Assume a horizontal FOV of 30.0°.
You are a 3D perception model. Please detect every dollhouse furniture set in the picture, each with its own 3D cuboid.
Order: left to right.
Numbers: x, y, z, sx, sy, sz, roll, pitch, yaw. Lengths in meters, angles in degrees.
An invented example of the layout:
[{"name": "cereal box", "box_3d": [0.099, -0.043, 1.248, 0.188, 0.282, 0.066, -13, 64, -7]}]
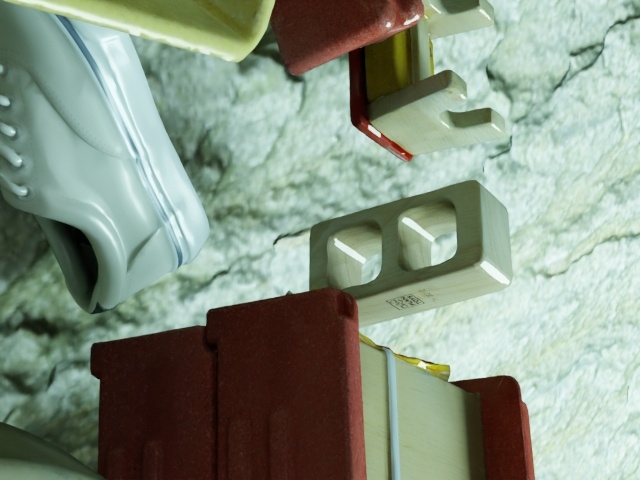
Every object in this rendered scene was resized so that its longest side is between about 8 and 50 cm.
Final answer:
[{"name": "dollhouse furniture set", "box_3d": [0.000, 0.000, 0.667, 0.201, 0.152, 0.374, 31, 51, -50]}]

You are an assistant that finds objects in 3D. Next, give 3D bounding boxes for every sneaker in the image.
[{"name": "sneaker", "box_3d": [-0.140, -0.062, 0.611, 0.091, 0.094, 0.258, -46, 131, -24]}]

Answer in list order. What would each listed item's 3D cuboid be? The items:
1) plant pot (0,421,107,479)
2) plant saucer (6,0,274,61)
[{"name": "plant pot", "box_3d": [-0.239, 0.183, 0.493, 0.323, 0.280, 0.323, -16, 116, -35]}, {"name": "plant saucer", "box_3d": [-0.108, -0.260, 0.457, 0.333, 0.081, 0.333, 3, 102, -59]}]
